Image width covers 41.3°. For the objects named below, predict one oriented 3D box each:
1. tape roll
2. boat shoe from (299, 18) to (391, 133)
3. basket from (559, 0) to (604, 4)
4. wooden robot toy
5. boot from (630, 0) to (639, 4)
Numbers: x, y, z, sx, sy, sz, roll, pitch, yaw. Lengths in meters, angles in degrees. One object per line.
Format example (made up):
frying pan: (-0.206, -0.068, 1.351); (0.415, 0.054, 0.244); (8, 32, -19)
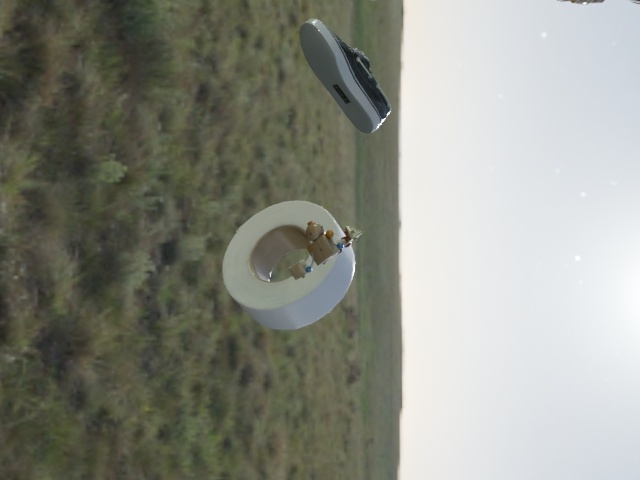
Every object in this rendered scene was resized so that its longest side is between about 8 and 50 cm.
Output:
tape roll: (-0.072, 0.052, 1.885); (0.100, 0.286, 0.286); (54, 32, -49)
boat shoe: (0.044, -0.285, 1.426); (0.070, 0.078, 0.219); (-48, 118, -25)
basket: (0.125, -0.340, 0.697); (0.223, 0.213, 0.299); (99, -32, -68)
wooden robot toy: (0.000, 0.000, 1.576); (0.079, 0.173, 0.076); (57, 38, 4)
boot: (0.448, -0.396, 1.323); (0.198, 0.137, 0.077); (25, -51, 51)
